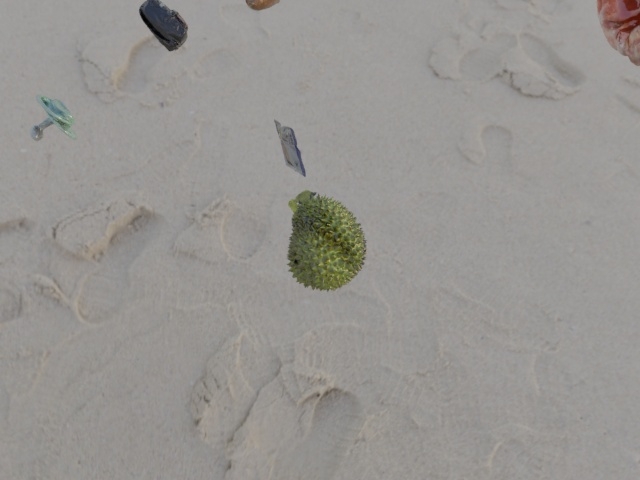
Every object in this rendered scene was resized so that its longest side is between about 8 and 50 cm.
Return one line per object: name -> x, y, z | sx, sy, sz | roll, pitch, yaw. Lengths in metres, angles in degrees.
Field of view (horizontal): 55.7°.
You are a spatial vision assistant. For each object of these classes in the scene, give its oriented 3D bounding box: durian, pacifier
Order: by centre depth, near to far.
durian -> 0.014, 0.003, 1.176 | 0.159, 0.146, 0.198 | 1, 97, -4
pacifier -> -0.686, -0.298, 1.523 | 0.116, 0.127, 0.150 | -39, 72, -3

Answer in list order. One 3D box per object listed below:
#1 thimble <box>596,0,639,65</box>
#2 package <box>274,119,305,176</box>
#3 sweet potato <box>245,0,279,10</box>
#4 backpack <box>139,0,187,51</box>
thimble -> 0.448, -0.333, 0.725 | 0.162, 0.239, 0.239 | -8, 56, 4
package -> -0.101, -0.306, 1.994 | 0.027, 0.171, 0.173 | -22, 28, -15
sweet potato -> -0.138, -0.747, 1.689 | 0.109, 0.109, 0.385 | 16, 50, -5
backpack -> -0.489, -0.687, 1.906 | 0.106, 0.120, 0.165 | -41, 109, -3
